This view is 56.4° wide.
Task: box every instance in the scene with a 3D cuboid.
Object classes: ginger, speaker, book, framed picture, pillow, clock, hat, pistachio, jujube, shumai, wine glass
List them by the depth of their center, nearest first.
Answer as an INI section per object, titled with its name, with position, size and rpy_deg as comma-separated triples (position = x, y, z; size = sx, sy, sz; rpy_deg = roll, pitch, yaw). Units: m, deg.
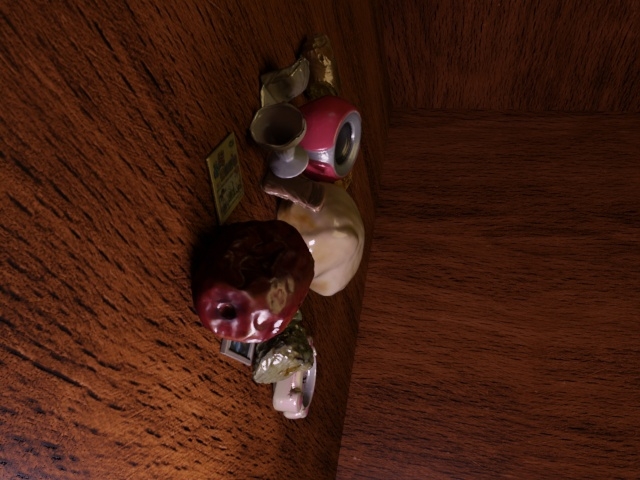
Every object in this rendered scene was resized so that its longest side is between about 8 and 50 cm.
[jujube]
position = -0.158, 0.089, 1.483
size = 0.377, 0.277, 0.276
rpy_deg = -60, 151, -58
[book]
position = -0.246, -0.162, 1.552
size = 0.168, 0.013, 0.192
rpy_deg = -65, 155, -53
[framed picture]
position = -0.215, 0.196, 1.755
size = 0.232, 0.024, 0.314
rpy_deg = 58, 39, -68
[wine glass]
position = -0.113, -0.287, 1.765
size = 0.196, 0.165, 0.164
rpy_deg = 79, 20, -61
[hat]
position = -0.096, -0.439, 1.847
size = 0.214, 0.149, 0.244
rpy_deg = -52, 133, -65
[pillow]
position = -0.081, -0.163, 1.854
size = 0.135, 0.211, 0.034
rpy_deg = -72, -171, -48
[shumai]
position = -0.136, 0.324, 1.886
size = 0.256, 0.189, 0.218
rpy_deg = 54, 20, -67
[speaker]
position = 0.017, -0.338, 2.030
size = 0.294, 0.295, 0.294
rpy_deg = 4, 90, -76
[pistachio]
position = 0.000, 0.000, 2.042
size = 0.365, 0.282, 0.445
rpy_deg = -46, 137, -19
[ginger]
position = 0.004, -0.633, 2.188
size = 0.275, 0.130, 0.221
rpy_deg = 51, 36, -78
[clock]
position = -0.085, 0.511, 2.197
size = 0.309, 0.114, 0.283
rpy_deg = 70, 26, -61

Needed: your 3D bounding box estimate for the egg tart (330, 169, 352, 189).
[egg tart]
position = 0.073, -0.342, 2.573
size = 0.290, 0.116, 0.290
rpy_deg = 7, 90, -76
